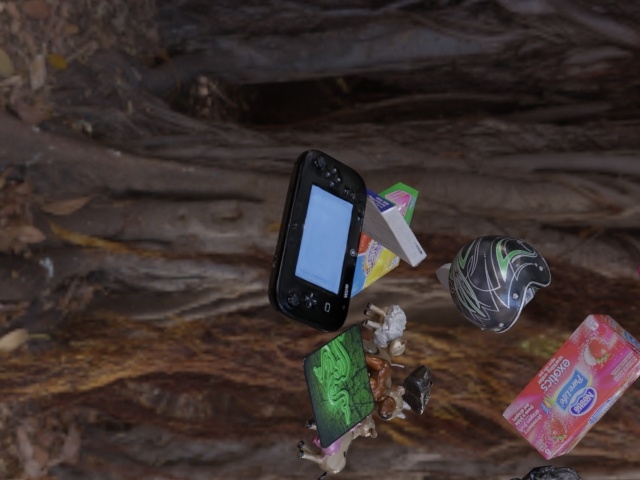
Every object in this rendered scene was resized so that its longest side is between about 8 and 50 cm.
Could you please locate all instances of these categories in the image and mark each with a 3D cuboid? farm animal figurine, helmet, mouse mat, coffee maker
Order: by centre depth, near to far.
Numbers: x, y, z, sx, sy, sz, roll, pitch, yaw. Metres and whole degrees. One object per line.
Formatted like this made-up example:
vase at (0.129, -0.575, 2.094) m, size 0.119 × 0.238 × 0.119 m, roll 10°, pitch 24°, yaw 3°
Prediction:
helmet at (0.308, 0.075, 1.645) m, size 0.161 × 0.169 × 0.169 m, roll -18°, pitch 112°, yaw -39°
mouse mat at (0.036, 0.262, 1.664) m, size 0.152 × 0.007 × 0.190 m, roll -30°, pitch 116°, yaw -39°
coffee maker at (0.402, 0.515, 1.802) m, size 0.178 × 0.171 × 0.120 m, roll 119°, pitch -11°, yaw -47°
farm animal figurine at (0.101, 0.346, 2.056) m, size 0.330 × 0.172 × 0.327 m, roll -55°, pitch -165°, yaw 37°

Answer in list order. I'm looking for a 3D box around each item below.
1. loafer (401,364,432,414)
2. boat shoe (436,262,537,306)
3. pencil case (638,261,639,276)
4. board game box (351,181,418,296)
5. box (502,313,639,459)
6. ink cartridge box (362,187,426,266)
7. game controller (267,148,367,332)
loafer at (0.256, 0.382, 2.381) m, size 0.078 × 0.080 × 0.220 m, roll -47°, pitch 165°, yaw -20°
boat shoe at (0.396, 0.081, 2.161) m, size 0.113 × 0.105 × 0.306 m, roll 56°, pitch -24°, yaw -16°
pencil case at (0.647, 0.091, 1.591) m, size 0.236 × 0.104 × 0.104 m, roll -117°, pitch -163°, yaw -56°
board game box at (0.127, 0.006, 2.417) m, size 0.316 × 0.064 × 0.242 m, roll -30°, pitch 140°, yaw -50°
box at (0.473, 0.267, 1.699) m, size 0.257 × 0.122 × 0.128 m, roll -53°, pitch 152°, yaw 16°
ink cartridge box at (0.116, -0.066, 2.045) m, size 0.223 × 0.045 × 0.224 m, roll 37°, pitch -14°, yaw 53°
game controller at (0.000, 0.000, 1.646) m, size 0.067 × 0.166 × 0.319 m, roll -23°, pitch -129°, yaw 55°
